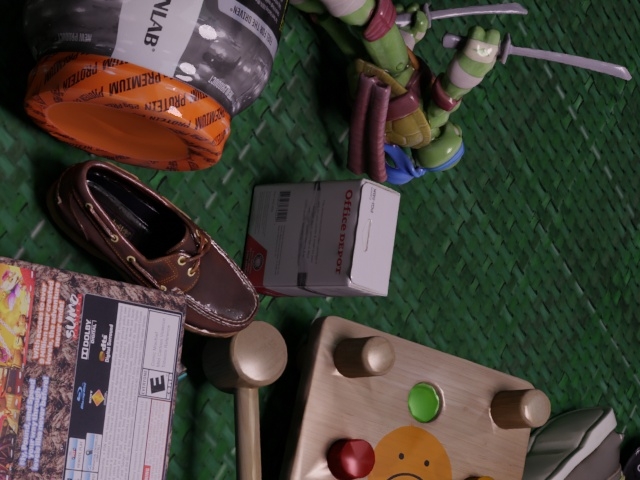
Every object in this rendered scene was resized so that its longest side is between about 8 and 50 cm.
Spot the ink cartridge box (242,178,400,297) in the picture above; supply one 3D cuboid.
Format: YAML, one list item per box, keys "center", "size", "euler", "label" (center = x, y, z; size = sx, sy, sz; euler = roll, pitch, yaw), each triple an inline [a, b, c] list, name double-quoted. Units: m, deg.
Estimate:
- center: [0.000, 0.000, 1.717]
  size: [0.056, 0.135, 0.099]
  euler: [19, 75, -46]
  label: "ink cartridge box"

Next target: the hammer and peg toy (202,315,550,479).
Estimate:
- center: [0.030, 0.212, 1.739]
  size: [0.361, 0.127, 0.266]
  euler: [19, 74, -28]
  label: "hammer and peg toy"

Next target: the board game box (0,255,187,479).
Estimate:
- center: [-0.261, 0.133, 1.426]
  size: [0.291, 0.141, 0.232]
  euler: [15, 78, -46]
  label: "board game box"

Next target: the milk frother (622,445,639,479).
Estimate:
- center: [0.425, 0.307, 2.168]
  size: [0.143, 0.135, 0.129]
  euler: [0, 119, -45]
  label: "milk frother"

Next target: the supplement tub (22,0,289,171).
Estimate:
- center: [-0.118, -0.241, 1.545]
  size: [0.207, 0.207, 0.338]
  euler: [30, 67, -43]
  label: "supplement tub"

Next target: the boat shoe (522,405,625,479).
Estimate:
- center: [0.227, 0.271, 1.975]
  size: [0.305, 0.109, 0.091]
  euler: [-31, 106, -48]
  label: "boat shoe"

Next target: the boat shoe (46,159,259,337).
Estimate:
- center: [-0.131, 0.008, 1.574]
  size: [0.207, 0.073, 0.073]
  euler: [35, 57, -19]
  label: "boat shoe"

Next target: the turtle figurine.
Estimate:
- center: [0.094, -0.209, 1.789]
  size: [0.266, 0.274, 0.198]
  euler: [43, 24, -33]
  label: "turtle figurine"

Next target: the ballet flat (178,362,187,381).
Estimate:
- center: [-0.162, 0.128, 1.616]
  size: [0.114, 0.041, 0.041]
  euler: [-37, 115, -42]
  label: "ballet flat"
